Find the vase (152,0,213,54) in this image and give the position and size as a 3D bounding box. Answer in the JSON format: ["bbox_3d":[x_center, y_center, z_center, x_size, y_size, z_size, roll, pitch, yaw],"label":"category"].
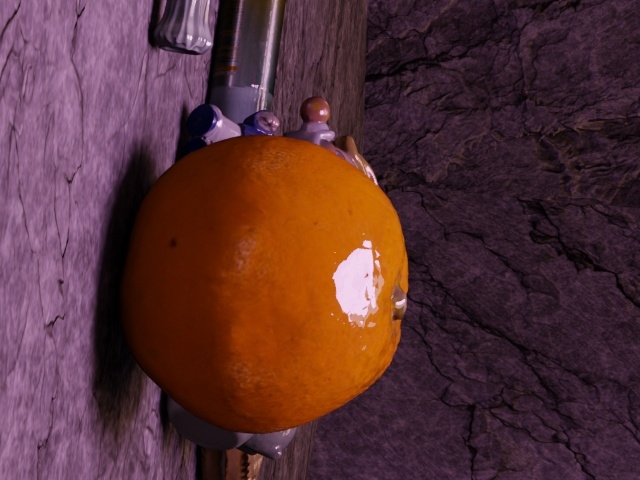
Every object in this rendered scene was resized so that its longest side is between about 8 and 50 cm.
[{"bbox_3d":[-0.132,-0.268,1.611,0.081,0.081,0.148,42,57,-83],"label":"vase"}]

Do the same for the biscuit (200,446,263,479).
[{"bbox_3d":[-0.118,0.251,2.225,0.259,0.079,0.259,6,90,-84],"label":"biscuit"}]

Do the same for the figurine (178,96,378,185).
[{"bbox_3d":[-0.056,-0.073,1.888,0.274,0.133,0.194,-9,91,-44],"label":"figurine"}]

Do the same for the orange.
[{"bbox_3d":[-0.055,0.046,1.591,0.312,0.312,0.312,6,90,-84],"label":"orange"}]

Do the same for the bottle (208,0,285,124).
[{"bbox_3d":[-0.092,-0.250,1.986,0.082,0.082,0.286,73,24,-76],"label":"bottle"}]

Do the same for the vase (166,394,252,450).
[{"bbox_3d":[-0.101,0.131,1.920,0.128,0.128,0.248,88,19,-53],"label":"vase"}]

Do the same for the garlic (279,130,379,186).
[{"bbox_3d":[-0.016,0.000,2.244,0.322,0.241,0.322,-2,90,-84],"label":"garlic"}]

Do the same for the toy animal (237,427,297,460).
[{"bbox_3d":[-0.059,0.170,2.019,0.236,0.138,0.108,-58,154,-17],"label":"toy animal"}]
